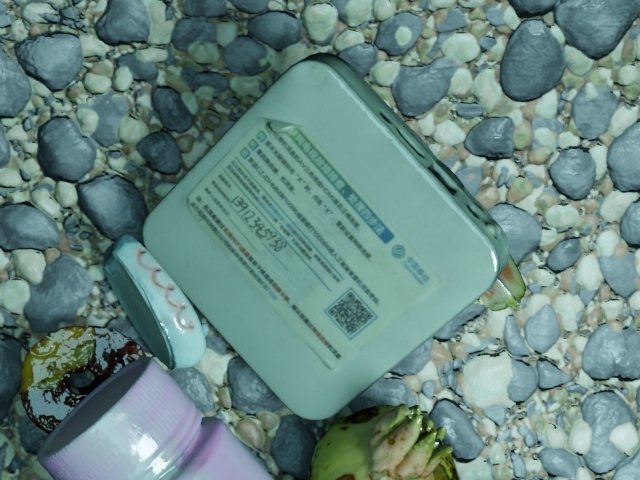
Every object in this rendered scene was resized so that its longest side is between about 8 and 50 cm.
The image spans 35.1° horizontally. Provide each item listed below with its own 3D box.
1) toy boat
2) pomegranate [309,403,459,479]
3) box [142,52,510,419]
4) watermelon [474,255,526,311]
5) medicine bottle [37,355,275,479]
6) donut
[{"bbox_3d":[-0.228,0.085,1.436,0.079,0.134,0.207,-32,85,-29],"label":"toy boat"},{"bbox_3d":[0.080,0.315,1.362,0.204,0.276,0.222,-16,53,2],"label":"pomegranate"},{"bbox_3d":[0.001,0.000,1.392,0.396,0.111,0.396,-42,90,24],"label":"box"},{"bbox_3d":[0.158,-0.006,1.478,0.303,0.159,0.128,47,111,1],"label":"watermelon"},{"bbox_3d":[-0.171,0.356,1.332,0.219,0.219,0.388,-41,103,-7],"label":"medicine bottle"},{"bbox_3d":[-0.329,0.202,1.442,0.184,0.073,0.166,-9,87,-7],"label":"donut"}]
